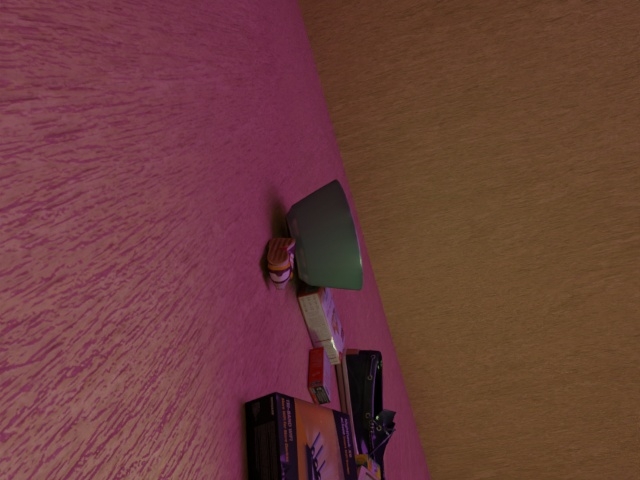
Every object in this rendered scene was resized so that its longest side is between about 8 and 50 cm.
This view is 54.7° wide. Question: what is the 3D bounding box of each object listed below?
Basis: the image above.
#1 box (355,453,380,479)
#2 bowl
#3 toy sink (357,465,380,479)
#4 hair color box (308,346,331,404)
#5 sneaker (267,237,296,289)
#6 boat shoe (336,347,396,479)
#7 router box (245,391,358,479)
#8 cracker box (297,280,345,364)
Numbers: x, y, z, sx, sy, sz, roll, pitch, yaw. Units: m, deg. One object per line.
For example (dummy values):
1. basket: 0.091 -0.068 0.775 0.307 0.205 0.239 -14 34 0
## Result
1. box: 0.091 0.605 1.648 0.179 0.105 0.043 59 27 -57
2. bowl: 0.000 0.000 1.692 0.311 0.163 0.312 168 -90 -85
3. toy sink: 0.148 0.682 1.480 0.234 0.131 0.153 39 10 6
4. hair color box: -0.001 0.360 1.655 0.141 0.043 0.072 -89 162 -57
5. sneaker: -0.098 0.054 1.526 0.185 0.069 0.084 -73 164 -68
6. boat shoe: 0.161 0.574 1.923 0.187 0.155 0.501 56 24 -65
7. router box: -0.024 0.458 1.134 0.243 0.081 0.309 32 42 -46
8. cracker box: 0.006 0.226 1.797 0.156 0.067 0.232 -73 147 -69
